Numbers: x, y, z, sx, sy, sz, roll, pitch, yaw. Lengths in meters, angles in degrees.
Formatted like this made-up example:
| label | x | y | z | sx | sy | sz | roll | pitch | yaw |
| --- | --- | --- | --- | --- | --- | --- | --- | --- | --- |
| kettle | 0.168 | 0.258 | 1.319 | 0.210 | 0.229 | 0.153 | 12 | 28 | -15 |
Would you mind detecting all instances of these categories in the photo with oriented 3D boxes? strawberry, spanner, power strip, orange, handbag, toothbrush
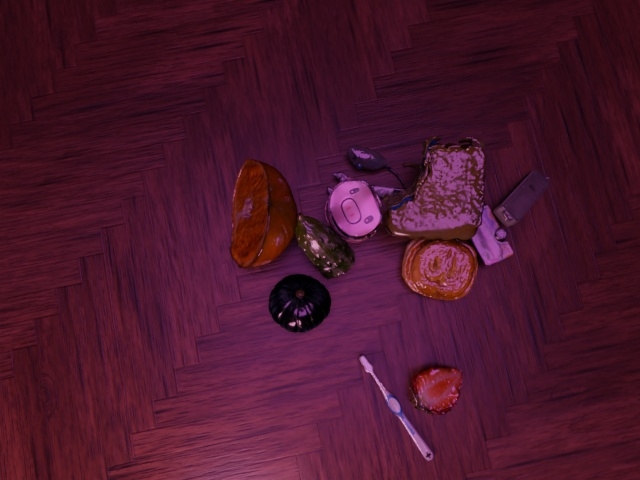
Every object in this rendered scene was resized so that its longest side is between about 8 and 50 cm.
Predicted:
| label | x | y | z | sx | sy | sz | roll | pitch | yaw |
| --- | --- | --- | --- | --- | --- | --- | --- | --- | --- |
| strawberry | 0.357 | 0.453 | 1.472 | 0.187 | 0.082 | 0.146 | -31 | 89 | -11 |
| spanner | 0.179 | -0.169 | 1.568 | 0.315 | 0.024 | 0.087 | 7 | 100 | 2 |
| power strip | 0.646 | -0.136 | 1.523 | 0.272 | 0.052 | 0.078 | -40 | 86 | -29 |
| orange | -0.190 | -0.073 | 1.458 | 0.274 | 0.274 | 0.310 | 23 | 56 | 3 |
| handbag | 0.104 | -0.091 | 1.512 | 0.179 | 0.116 | 0.205 | -27 | 94 | 2 |
| toothbrush | 0.235 | 0.520 | 1.480 | 0.040 | 0.040 | 0.386 | -35 | 84 | -5 |

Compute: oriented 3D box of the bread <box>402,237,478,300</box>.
| label | x | y | z | sx | sy | sz | roll | pitch | yaw |
| --- | --- | --- | --- | --- | --- | --- | --- | --- | --- |
| bread | 0.378 | 0.086 | 1.500 | 0.236 | 0.120 | 0.198 | 12 | 92 | 5 |

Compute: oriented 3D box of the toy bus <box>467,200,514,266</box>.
| label | x | y | z | sx | sy | sz | roll | pitch | yaw |
| --- | --- | --- | --- | --- | --- | --- | --- | --- | --- |
| toy bus | 0.516 | -0.055 | 1.540 | 0.112 | 0.090 | 0.274 | -27 | 82 | 3 |

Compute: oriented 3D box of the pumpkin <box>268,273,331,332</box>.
| label | x | y | z | sx | sy | sz | roll | pitch | yaw |
| --- | --- | --- | --- | --- | --- | --- | --- | --- | --- |
| pumpkin | -0.065 | 0.191 | 1.470 | 0.194 | 0.150 | 0.194 | 2 | 77 | -10 |

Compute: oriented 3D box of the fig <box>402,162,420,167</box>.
| label | x | y | z | sx | sy | sz | roll | pitch | yaw |
| --- | --- | --- | --- | --- | --- | --- | --- | --- | --- |
| fig | 0.353 | -0.224 | 1.560 | 0.166 | 0.093 | 0.093 | 28 | 83 | 0 |

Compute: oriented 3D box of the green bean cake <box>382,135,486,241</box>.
| label | x | y | z | sx | sy | sz | roll | pitch | yaw |
| --- | --- | --- | --- | --- | --- | --- | --- | --- | --- |
| green bean cake | 0.336 | -0.161 | 1.434 | 0.285 | 0.202 | 0.310 | 6 | 101 | 8 |

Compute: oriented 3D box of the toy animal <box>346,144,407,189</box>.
| label | x | y | z | sx | sy | sz | roll | pitch | yaw |
| --- | --- | --- | --- | --- | --- | --- | --- | --- | --- |
| toy animal | 0.197 | -0.241 | 1.583 | 0.253 | 0.070 | 0.079 | 33 | 118 | -8 |

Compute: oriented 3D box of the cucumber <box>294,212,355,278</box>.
| label | x | y | z | sx | sy | sz | roll | pitch | yaw |
| --- | --- | --- | --- | --- | --- | --- | --- | --- | --- |
| cucumber | -0.003 | 0.002 | 1.451 | 0.134 | 0.134 | 0.244 | -44 | 125 | -6 |
